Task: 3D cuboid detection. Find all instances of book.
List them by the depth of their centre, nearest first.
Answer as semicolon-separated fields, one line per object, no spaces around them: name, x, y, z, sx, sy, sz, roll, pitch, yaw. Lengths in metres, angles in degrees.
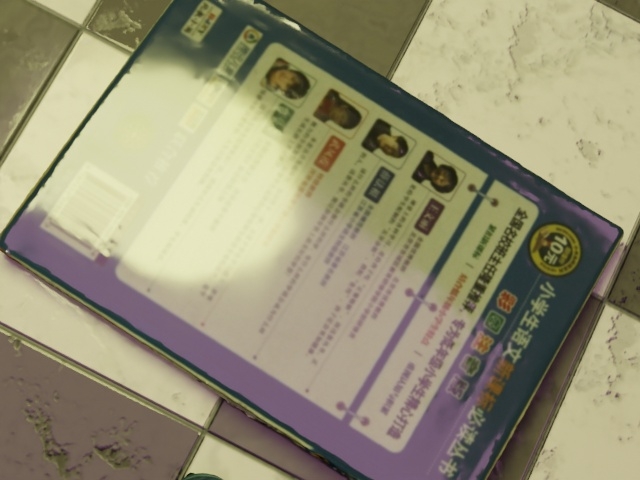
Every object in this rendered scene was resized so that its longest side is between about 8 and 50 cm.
book;0.000;0.000;0.864;0.428;0.039;0.300;33;77;1

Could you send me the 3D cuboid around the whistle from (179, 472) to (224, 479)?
whistle;-0.074;0.182;0.682;0.062;0.304;0.062;1;79;-7
